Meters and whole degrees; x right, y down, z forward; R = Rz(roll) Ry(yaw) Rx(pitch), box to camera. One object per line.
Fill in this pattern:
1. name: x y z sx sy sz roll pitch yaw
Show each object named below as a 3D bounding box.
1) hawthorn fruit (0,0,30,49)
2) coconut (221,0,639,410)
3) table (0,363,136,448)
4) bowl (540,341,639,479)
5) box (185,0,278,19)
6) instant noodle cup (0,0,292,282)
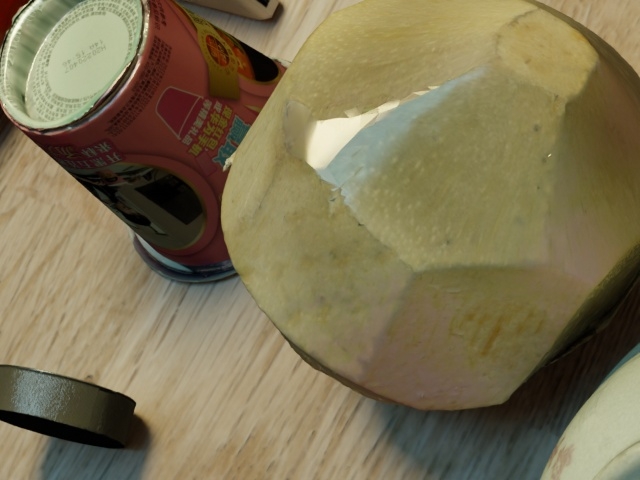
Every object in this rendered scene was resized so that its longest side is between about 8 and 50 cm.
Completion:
1. hawthorn fruit: -0.424 -0.276 1.933 0.287 0.287 0.330 27 78 40
2. coconut: 0.103 -0.049 1.436 0.353 0.352 0.352 -15 61 29
3. table: -0.236 0.151 1.681 0.133 0.133 0.043 3 72 36
4. bowl: 0.279 0.220 1.203 0.435 0.196 0.434 -10 73 35
5. box: -0.179 -0.280 1.839 0.285 0.142 0.044 19 81 39
6. instant noodle cup: -0.151 -0.116 1.673 0.244 0.255 0.244 -14 60 26
